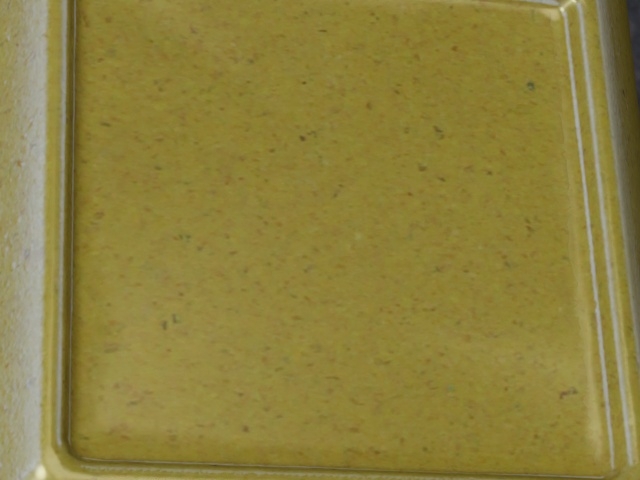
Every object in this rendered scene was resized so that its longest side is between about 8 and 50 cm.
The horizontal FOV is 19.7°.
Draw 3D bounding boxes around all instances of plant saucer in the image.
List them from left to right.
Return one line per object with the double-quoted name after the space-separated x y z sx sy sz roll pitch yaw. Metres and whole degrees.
0.000 0.000 0.746 0.333 0.081 0.333 3 65 -14 "plant saucer"
